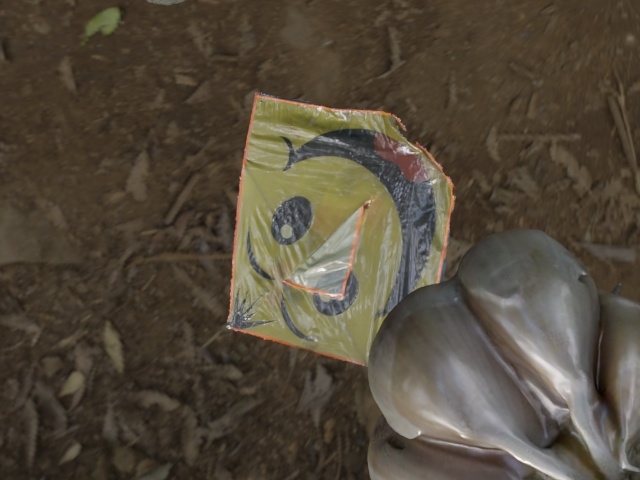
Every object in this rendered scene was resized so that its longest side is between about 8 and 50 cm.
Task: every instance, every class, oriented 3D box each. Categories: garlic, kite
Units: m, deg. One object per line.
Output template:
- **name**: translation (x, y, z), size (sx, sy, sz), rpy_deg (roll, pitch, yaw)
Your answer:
- **garlic**: translation (0.084, 0.078, 0.471), size (0.127, 0.194, 0.131), rpy_deg (31, 108, -16)
- **kite**: translation (0.001, 0.000, 1.328), size (0.327, 0.013, 0.378), rpy_deg (-44, 69, 25)

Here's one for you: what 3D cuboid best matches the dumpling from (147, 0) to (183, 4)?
- **dumpling**: translation (-0.115, -0.352, 1.372), size (0.227, 0.243, 0.175), rpy_deg (-50, 54, 21)
